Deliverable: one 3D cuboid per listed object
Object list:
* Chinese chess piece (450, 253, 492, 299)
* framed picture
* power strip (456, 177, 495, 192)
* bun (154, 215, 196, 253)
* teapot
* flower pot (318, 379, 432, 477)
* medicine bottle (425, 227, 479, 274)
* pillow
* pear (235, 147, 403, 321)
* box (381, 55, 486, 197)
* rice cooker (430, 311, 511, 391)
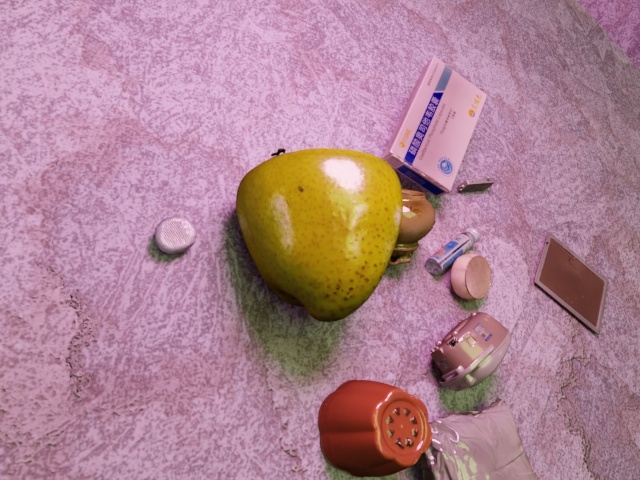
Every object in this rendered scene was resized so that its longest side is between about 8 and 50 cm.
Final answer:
[{"bbox_3d":[0.391,0.094,1.157,0.122,0.051,0.121,1,89,-36],"label":"Chinese chess piece"},{"bbox_3d":[0.775,0.128,1.373,0.273,0.016,0.216,38,59,-7],"label":"framed picture"},{"bbox_3d":[0.456,-0.164,1.317,0.136,0.051,0.019,-8,69,-28],"label":"power strip"},{"bbox_3d":[-0.290,-0.010,0.888,0.084,0.045,0.083,8,68,-21],"label":"bun"},{"bbox_3d":[0.192,-0.032,1.085,0.270,0.173,0.182,-15,112,-54],"label":"teapot"},{"bbox_3d":[0.112,0.357,0.860,0.191,0.173,0.190,11,63,-22],"label":"flower pot"},{"bbox_3d":[0.356,0.026,1.189,0.191,0.051,0.051,-31,85,-33],"label":"medicine bottle"},{"bbox_3d":[0.346,0.509,0.931,0.284,0.138,0.309,-6,69,-29],"label":"pillow"},{"bbox_3d":[0.000,0.000,0.874,0.343,0.238,0.317,-4,74,1],"label":"pear"},{"bbox_3d":[0.315,-0.310,1.214,0.200,0.065,0.343,30,70,-14],"label":"box"},{"bbox_3d":[0.349,0.255,1.038,0.207,0.145,0.127,-29,72,-29],"label":"rice cooker"}]
